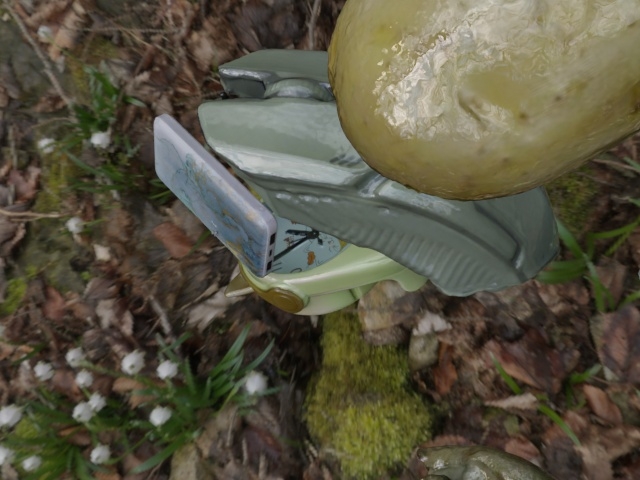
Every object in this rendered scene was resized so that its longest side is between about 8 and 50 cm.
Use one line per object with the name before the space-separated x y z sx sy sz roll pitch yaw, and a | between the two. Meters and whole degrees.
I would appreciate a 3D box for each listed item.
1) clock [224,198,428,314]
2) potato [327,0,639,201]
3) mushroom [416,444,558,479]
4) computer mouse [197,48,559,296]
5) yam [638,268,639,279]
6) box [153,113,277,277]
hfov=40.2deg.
clock | 0.000 0.000 1.485 0.348 0.286 0.117 -19 134 11
potato | 0.114 -0.130 0.592 0.242 0.285 0.243 -3 114 -7
mushroom | 0.281 0.412 1.406 0.292 0.217 0.212 35 105 -17
computer mouse | 0.083 -0.095 0.942 0.428 0.228 0.145 23 138 -5
yam | 0.469 -0.045 1.063 0.093 0.093 0.259 34 67 -1
box | -0.168 -0.071 1.370 0.044 0.142 0.285 -31 62 -30
